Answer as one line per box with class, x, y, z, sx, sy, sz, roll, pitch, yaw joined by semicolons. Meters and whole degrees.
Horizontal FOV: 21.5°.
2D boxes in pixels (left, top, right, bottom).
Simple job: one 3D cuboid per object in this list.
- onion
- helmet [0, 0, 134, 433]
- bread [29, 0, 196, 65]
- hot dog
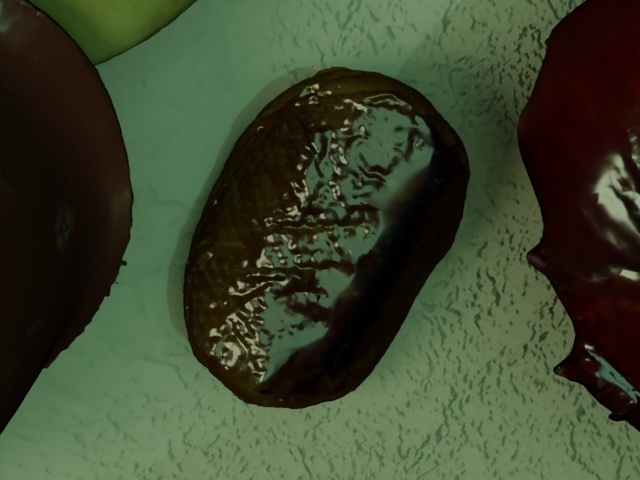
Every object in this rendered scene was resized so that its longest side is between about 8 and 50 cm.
onion;0.290;-0.021;1.041;0.341;0.341;0.341;-1;96;-11
helmet;-0.293;0.047;0.897;0.385;0.230;0.337;-25;123;22
bread;-0.192;-0.249;0.968;0.320;0.237;0.321;-1;110;-3
hot dog;0.002;0.002;1.092;0.160;0.099;0.227;33;90;-12
